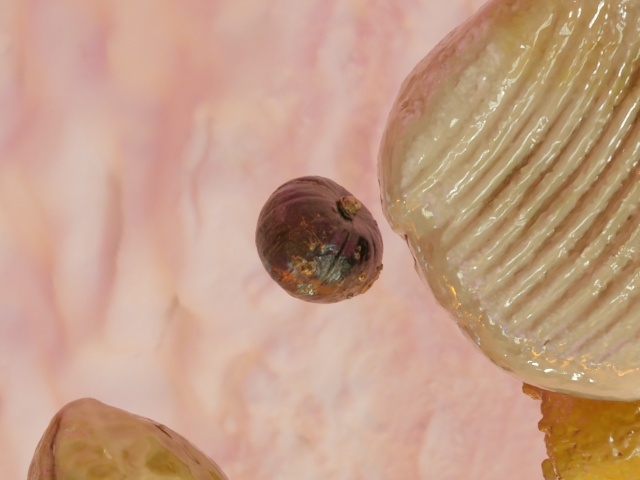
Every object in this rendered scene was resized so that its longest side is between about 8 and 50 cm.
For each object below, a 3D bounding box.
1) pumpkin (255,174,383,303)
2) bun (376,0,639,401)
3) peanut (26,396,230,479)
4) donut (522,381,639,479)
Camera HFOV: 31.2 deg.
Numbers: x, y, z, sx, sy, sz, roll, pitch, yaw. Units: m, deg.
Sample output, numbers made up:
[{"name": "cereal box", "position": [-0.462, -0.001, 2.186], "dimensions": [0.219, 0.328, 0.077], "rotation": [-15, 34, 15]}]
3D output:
[{"name": "pumpkin", "position": [0.000, 0.000, 1.527], "dimensions": [0.146, 0.190, 0.190], "rotation": [-37, 76, 41]}, {"name": "bun", "position": [0.236, -0.051, 0.897], "dimensions": [0.365, 0.219, 0.365], "rotation": [3, 102, 12]}, {"name": "peanut", "position": [-0.099, 0.244, 0.821], "dimensions": [0.147, 0.147, 0.305], "rotation": [-26, 95, 41]}, {"name": "donut", "position": [0.371, 0.254, 1.176], "dimensions": [0.378, 0.163, 0.435], "rotation": [-6, 127, 0]}]
